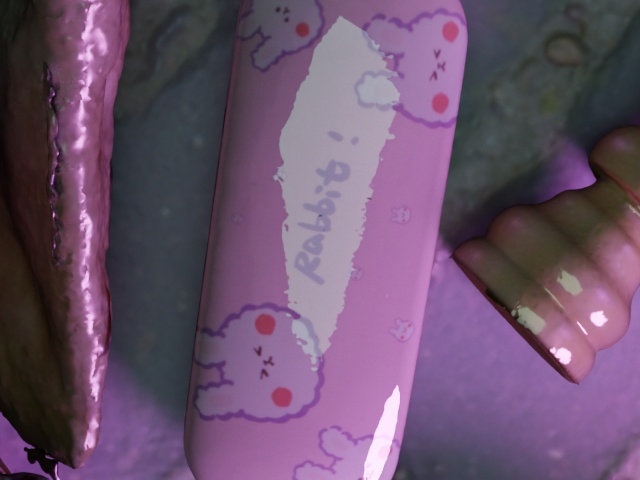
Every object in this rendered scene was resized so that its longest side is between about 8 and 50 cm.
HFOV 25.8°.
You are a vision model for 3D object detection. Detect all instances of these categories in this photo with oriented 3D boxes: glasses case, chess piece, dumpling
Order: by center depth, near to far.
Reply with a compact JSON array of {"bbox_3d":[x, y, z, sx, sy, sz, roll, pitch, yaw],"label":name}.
[{"bbox_3d":[-0.138,-0.059,0.674,0.086,0.166,0.332,-16,127,-42],"label":"dumpling"},{"bbox_3d":[0.000,0.000,0.700,0.113,0.075,0.296,7,101,-3],"label":"glasses case"},{"bbox_3d":[0.158,-0.015,0.700,0.170,0.094,0.094,-42,101,3],"label":"chess piece"}]

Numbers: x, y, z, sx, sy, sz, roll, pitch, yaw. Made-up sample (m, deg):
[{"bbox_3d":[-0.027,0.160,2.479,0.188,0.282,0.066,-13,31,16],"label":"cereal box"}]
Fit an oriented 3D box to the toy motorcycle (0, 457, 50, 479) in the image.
[{"bbox_3d":[-0.228,0.111,0.690,0.229,0.130,0.094,25,69,-5],"label":"toy motorcycle"}]
